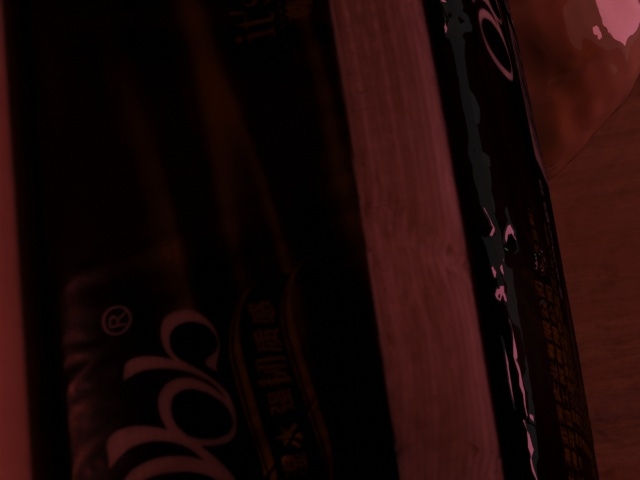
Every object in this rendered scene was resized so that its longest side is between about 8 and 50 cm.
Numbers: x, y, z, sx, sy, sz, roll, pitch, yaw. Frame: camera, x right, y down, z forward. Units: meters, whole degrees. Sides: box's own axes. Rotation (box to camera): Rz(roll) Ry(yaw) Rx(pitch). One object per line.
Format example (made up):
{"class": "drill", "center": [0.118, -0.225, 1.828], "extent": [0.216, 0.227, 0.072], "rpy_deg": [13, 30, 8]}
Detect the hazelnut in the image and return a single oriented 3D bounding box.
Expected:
{"class": "hazelnut", "center": [0.109, -0.150, 1.352], "extent": [0.241, 0.261, 0.261], "rpy_deg": [-99, 175, -77]}

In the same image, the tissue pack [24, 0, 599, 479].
{"class": "tissue pack", "center": [0.000, 0.000, 0.798], "extent": [0.210, 0.198, 0.370], "rpy_deg": [47, 33, -64]}
